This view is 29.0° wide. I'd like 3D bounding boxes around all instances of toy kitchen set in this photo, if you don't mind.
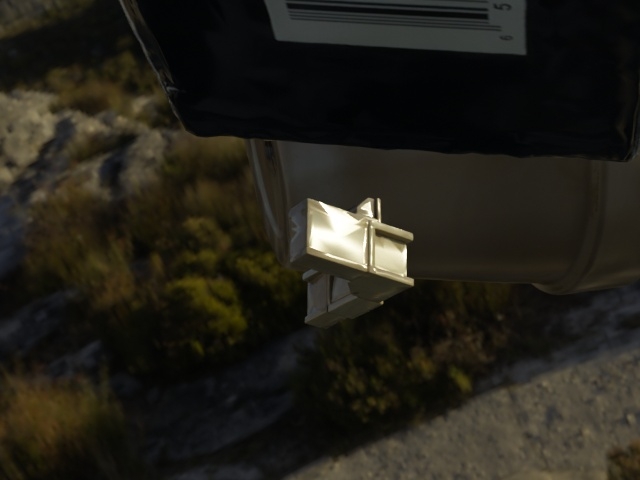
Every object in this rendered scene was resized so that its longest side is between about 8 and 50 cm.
[{"bbox_3d":[0.000,0.000,0.711,0.083,0.075,0.068,-31,50,47],"label":"toy kitchen set"}]

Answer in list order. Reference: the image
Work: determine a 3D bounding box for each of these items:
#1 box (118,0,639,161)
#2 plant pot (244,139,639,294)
[{"bbox_3d":[0.044,-0.276,0.487,0.212,0.293,0.395,5,65,13],"label":"box"},{"bbox_3d":[0.088,-0.093,1.004,0.280,0.323,0.323,-12,23,-9],"label":"plant pot"}]
